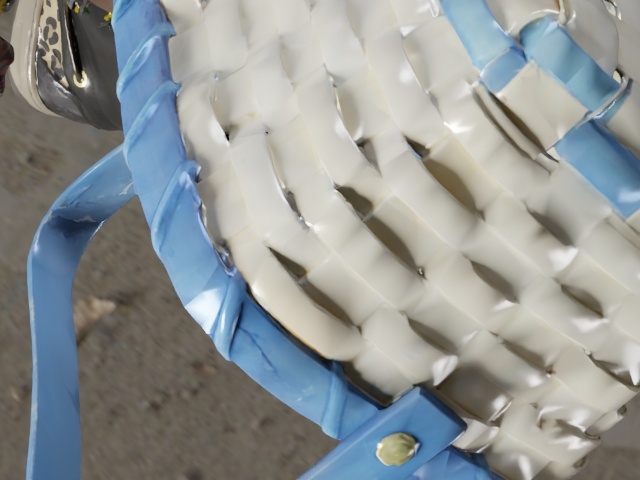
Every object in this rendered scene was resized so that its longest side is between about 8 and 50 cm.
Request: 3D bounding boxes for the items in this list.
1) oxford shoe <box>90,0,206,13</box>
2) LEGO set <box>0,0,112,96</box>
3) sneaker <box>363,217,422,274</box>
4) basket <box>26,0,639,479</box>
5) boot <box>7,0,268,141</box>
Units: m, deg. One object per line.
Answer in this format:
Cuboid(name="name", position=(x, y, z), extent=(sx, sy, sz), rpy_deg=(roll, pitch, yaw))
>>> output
Cuboid(name="oxford shoe", position=(-0.065, -0.299, 1.139), extent=(0.132, 0.130, 0.364), rpy_deg=(29, 67, -45))
Cuboid(name="LEGO set", position=(-0.226, -0.144, 1.263), extent=(0.192, 0.255, 0.331), rpy_deg=(31, 57, 0))
Cuboid(name="sneaker", position=(0.077, 0.052, 1.346), extent=(0.115, 0.281, 0.105), rpy_deg=(-1, 75, -7))
Cuboid(name="basket", position=(0.000, 0.000, 0.680), extent=(0.289, 0.255, 0.201), rpy_deg=(-33, 128, 21))
Cuboid(name="boot", position=(-0.126, -0.247, 1.654), extent=(0.138, 0.284, 0.377), rpy_deg=(-3, 114, -46))
